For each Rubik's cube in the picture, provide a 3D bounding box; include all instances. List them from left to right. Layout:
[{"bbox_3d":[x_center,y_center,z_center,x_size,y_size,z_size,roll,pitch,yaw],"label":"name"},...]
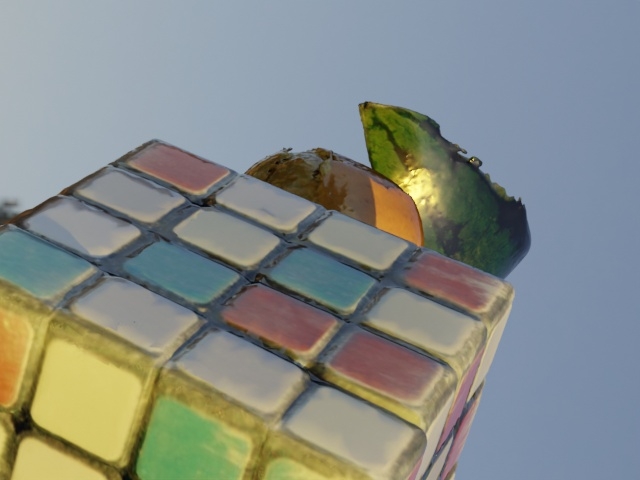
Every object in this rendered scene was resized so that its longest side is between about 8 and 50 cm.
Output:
[{"bbox_3d":[-0.068,0.125,0.878,0.253,0.259,0.256,-39,150,-60],"label":"Rubik's cube"}]

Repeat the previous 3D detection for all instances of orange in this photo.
[{"bbox_3d":[0.000,0.000,1.133,0.156,0.156,0.134,8,-99,66],"label":"orange"}]

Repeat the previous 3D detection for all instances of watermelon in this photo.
[{"bbox_3d":[0.101,-0.014,1.330,0.129,0.123,0.301,51,-3,31],"label":"watermelon"}]
